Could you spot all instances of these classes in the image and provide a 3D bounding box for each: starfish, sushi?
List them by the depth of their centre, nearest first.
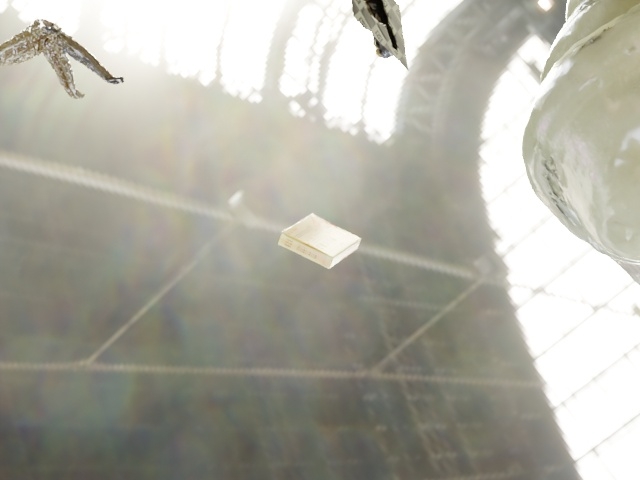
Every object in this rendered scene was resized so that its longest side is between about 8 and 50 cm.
[{"bbox_3d":[-0.227,-0.165,1.166,0.133,0.130,0.041,12,-109,-11],"label":"starfish"},{"bbox_3d":[0.058,-0.275,1.681,0.126,0.026,0.120,39,-144,-42],"label":"sushi"}]

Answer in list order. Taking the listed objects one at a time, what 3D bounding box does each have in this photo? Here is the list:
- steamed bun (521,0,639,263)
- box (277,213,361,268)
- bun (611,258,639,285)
[{"bbox_3d":[0.319,-0.155,1.192,0.247,0.352,0.339,52,-175,5],"label":"steamed bun"},{"bbox_3d":[0.000,0.000,1.374,0.058,0.015,0.093,28,-160,11],"label":"box"},{"bbox_3d":[0.413,-0.021,1.647,0.263,0.263,0.175,-18,-69,-67],"label":"bun"}]
